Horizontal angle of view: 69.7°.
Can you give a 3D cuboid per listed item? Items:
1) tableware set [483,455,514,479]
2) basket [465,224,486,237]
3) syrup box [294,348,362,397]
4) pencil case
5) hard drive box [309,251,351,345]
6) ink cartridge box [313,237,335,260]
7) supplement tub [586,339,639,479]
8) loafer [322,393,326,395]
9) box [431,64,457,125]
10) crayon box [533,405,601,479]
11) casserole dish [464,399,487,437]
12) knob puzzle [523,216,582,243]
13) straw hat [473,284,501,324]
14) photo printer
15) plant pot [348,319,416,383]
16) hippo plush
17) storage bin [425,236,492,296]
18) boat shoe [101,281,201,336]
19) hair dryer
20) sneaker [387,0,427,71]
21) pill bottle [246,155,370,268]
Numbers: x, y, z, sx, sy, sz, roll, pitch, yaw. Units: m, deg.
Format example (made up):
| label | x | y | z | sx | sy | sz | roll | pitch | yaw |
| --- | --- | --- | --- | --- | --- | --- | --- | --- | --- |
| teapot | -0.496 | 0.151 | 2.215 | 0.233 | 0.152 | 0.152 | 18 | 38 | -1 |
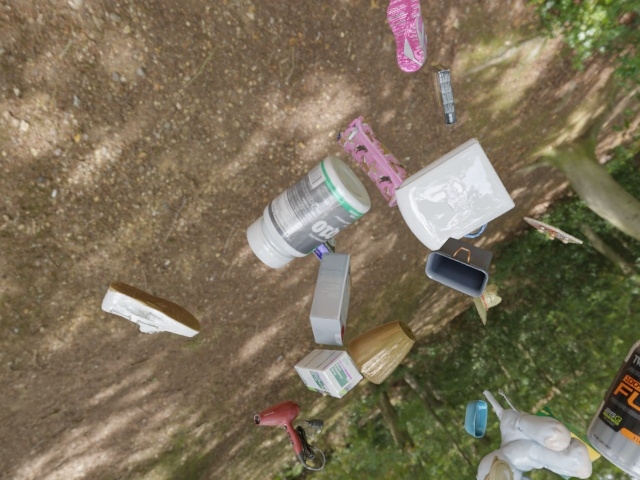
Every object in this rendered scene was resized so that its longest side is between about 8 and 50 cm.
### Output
| label | x | y | z | sx | sy | sz | roll | pitch | yaw |
| --- | --- | --- | --- | --- | --- | --- | --- | --- | --- |
| tableware set | 0.326 | 0.466 | 0.781 | 0.020 | 0.169 | 0.141 | -29 | -154 | 50 |
| basket | 0.507 | -0.119 | 1.649 | 0.289 | 0.201 | 0.254 | -48 | 149 | -65 |
| syrup box | 0.018 | 0.396 | 1.390 | 0.096 | 0.093 | 0.237 | -35 | -175 | -25 |
| pencil case | 0.235 | -0.318 | 1.867 | 0.167 | 0.386 | 0.160 | -26 | 166 | -44 |
| hard drive box | 0.037 | 0.182 | 1.428 | 0.181 | 0.089 | 0.232 | 81 | 18 | -54 |
| ink cartridge box | 0.000 | 0.000 | 2.293 | 0.045 | 0.206 | 0.208 | -25 | -149 | 24 |
| supplement tub | 0.801 | 0.379 | 1.079 | 0.207 | 0.207 | 0.337 | 5 | 108 | -63 |
| loafer | 0.061 | 0.555 | 1.761 | 0.125 | 0.039 | 0.045 | -23 | 148 | -8 |
| box | 0.448 | -0.531 | 1.669 | 0.045 | 0.190 | 0.184 | -11 | -154 | 13 |
| crayon box | 0.891 | 0.765 | 1.735 | 0.165 | 0.279 | 0.081 | -48 | -164 | 16 |
| casserole dish | 0.504 | 0.575 | 1.491 | 0.188 | 0.037 | 0.114 | 35 | 62 | -54 |
| knob puzzle | 0.835 | -0.032 | 1.692 | 0.029 | 0.213 | 0.213 | -63 | 156 | 7 |
| straw hat | 0.428 | 0.143 | 1.179 | 0.061 | 0.144 | 0.144 | -20 | 166 | 19 |
| photo printer | 0.406 | -0.132 | 1.442 | 0.308 | 0.255 | 0.107 | -31 | -171 | 12 |
| plant pot | 0.297 | 0.480 | 2.088 | 0.254 | 0.237 | 0.237 | -43 | 161 | 19 |
| hippo plush | 0.530 | 0.577 | 1.202 | 0.236 | 0.294 | 0.234 | -48 | 168 | -16 |
| storage bin | 0.323 | 0.047 | 1.047 | 0.091 | 0.135 | 0.098 | -47 | 150 | -39 |
| boat shoe | -0.479 | 0.216 | 1.308 | 0.096 | 0.277 | 0.098 | -59 | -165 | 8 |
| hair dryer | -0.103 | 0.682 | 1.675 | 0.080 | 0.294 | 0.223 | -59 | -168 | 21 |
| sneaker | 0.278 | -0.660 | 1.453 | 0.111 | 0.103 | 0.251 | -34 | 119 | -63 |
| pill bottle | -0.043 | -0.078 | 1.423 | 0.361 | 0.204 | 0.204 | -36 | 163 | 23 |
